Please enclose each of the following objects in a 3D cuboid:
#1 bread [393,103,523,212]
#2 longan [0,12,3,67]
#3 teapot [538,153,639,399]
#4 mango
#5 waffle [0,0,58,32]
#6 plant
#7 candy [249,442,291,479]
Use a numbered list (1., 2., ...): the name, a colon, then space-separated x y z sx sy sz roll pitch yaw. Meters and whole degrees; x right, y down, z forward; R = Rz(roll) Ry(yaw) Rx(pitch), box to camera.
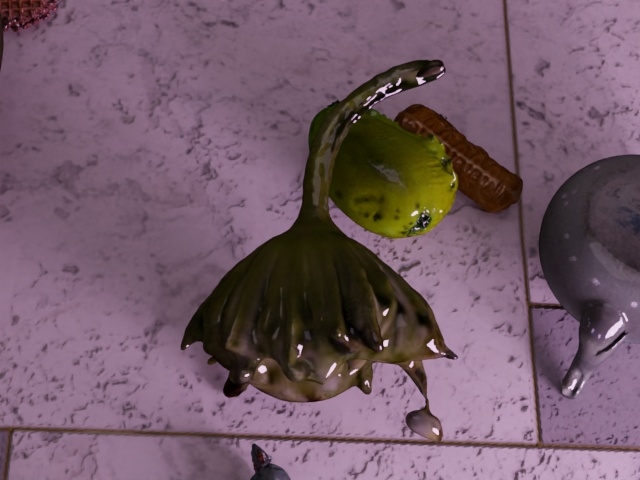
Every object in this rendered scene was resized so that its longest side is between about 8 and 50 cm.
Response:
1. bread: 0.143 -0.086 1.366 0.157 0.044 0.052 38 63 13
2. longan: -0.462 -0.167 1.203 0.361 0.361 0.361 2 63 -5
3. teapot: 0.311 0.012 1.290 0.193 0.129 0.294 25 61 7
4. mango: 0.057 -0.072 1.322 0.119 0.100 0.178 -22 56 -41
5. waffle: -0.326 -0.263 1.416 0.075 0.029 0.083 40 63 11
6. plant: 0.004 0.010 1.228 0.251 0.180 0.333 0 59 6
7. candy: -0.031 0.262 1.171 0.043 0.045 0.175 -1 55 -45
